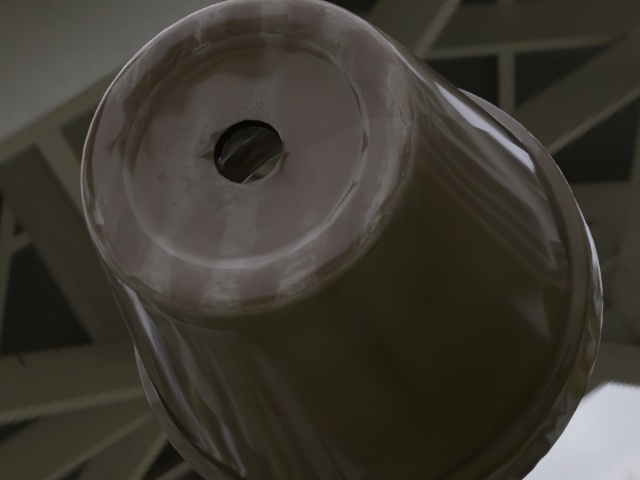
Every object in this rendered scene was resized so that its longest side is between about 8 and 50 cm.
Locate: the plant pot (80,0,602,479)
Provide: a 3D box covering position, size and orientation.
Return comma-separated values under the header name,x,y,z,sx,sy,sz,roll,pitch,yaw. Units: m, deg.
name,x,y,z,sx,sy,sz,roll,pitch,yaw
plant pot,0.000,0.000,0.806,0.323,0.323,0.280,-37,-27,-1
